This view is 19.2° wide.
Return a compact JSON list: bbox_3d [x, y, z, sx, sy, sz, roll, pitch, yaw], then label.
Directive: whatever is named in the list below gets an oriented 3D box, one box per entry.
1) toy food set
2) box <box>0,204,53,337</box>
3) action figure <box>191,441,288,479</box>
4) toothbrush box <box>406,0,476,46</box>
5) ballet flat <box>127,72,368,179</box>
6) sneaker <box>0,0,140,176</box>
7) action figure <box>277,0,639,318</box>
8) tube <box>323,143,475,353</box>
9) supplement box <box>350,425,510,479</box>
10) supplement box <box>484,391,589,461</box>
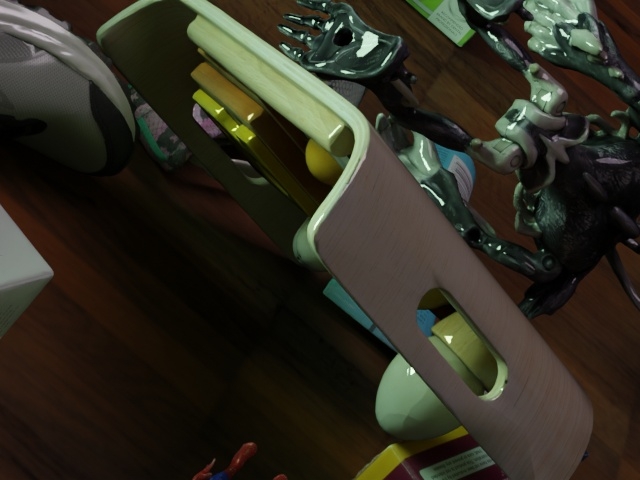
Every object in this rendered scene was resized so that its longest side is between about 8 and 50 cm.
[{"bbox_3d":[0.000,0.000,0.998,0.220,0.092,0.306,48,-4,-34],"label":"toy food set"},{"bbox_3d":[-0.226,0.009,0.819,0.130,0.091,0.170,51,29,13],"label":"box"},{"bbox_3d":[-0.054,0.134,0.939,0.038,0.030,0.115,50,30,3],"label":"action figure"},{"bbox_3d":[0.138,-0.338,1.562,0.206,0.283,0.122,41,28,-6],"label":"toothbrush box"},{"bbox_3d":[-0.036,-0.072,1.209,0.221,0.077,0.079,-10,76,-51],"label":"ballet flat"},{"bbox_3d":[-0.212,-0.090,0.994,0.271,0.100,0.108,29,66,-39],"label":"sneaker"},{"bbox_3d":[0.104,-0.067,1.023,0.275,0.164,0.141,42,6,-43],"label":"action figure"},{"bbox_3d":[0.059,0.003,1.246,0.080,0.052,0.207,35,34,-6],"label":"tube"},{"bbox_3d":[0.095,0.192,0.990,0.188,0.081,0.104,52,30,17],"label":"supplement box"},{"bbox_3d":[0.100,0.111,1.135,0.083,0.056,0.083,8,43,-47],"label":"supplement box"}]
